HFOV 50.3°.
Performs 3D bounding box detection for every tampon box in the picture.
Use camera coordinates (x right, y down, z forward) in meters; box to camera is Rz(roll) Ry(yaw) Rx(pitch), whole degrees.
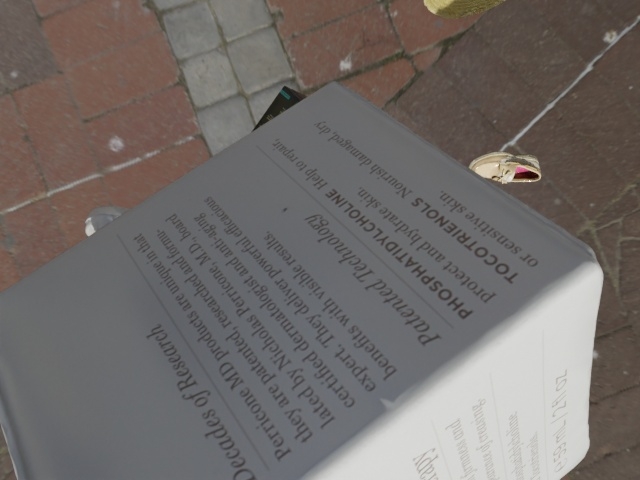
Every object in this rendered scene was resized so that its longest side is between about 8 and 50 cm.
[{"bbox_3d":[-0.056,-0.200,1.356,0.120,0.101,0.161,47,109,28],"label":"tampon box"}]

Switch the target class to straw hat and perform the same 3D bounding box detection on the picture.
[{"bbox_3d":[0.170,-0.315,0.756,0.144,0.144,0.061,-19,75,0],"label":"straw hat"}]

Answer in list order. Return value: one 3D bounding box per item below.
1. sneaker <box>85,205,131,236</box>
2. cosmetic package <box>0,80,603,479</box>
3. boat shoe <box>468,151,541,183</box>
[{"bbox_3d":[-0.414,0.026,1.395,0.292,0.108,0.169,4,59,38],"label":"sneaker"},{"bbox_3d":[-0.016,0.137,0.618,0.394,0.329,0.327,-36,48,-12],"label":"cosmetic package"},{"bbox_3d":[0.412,-0.156,1.503,0.170,0.063,0.059,-3,54,-15],"label":"boat shoe"}]
